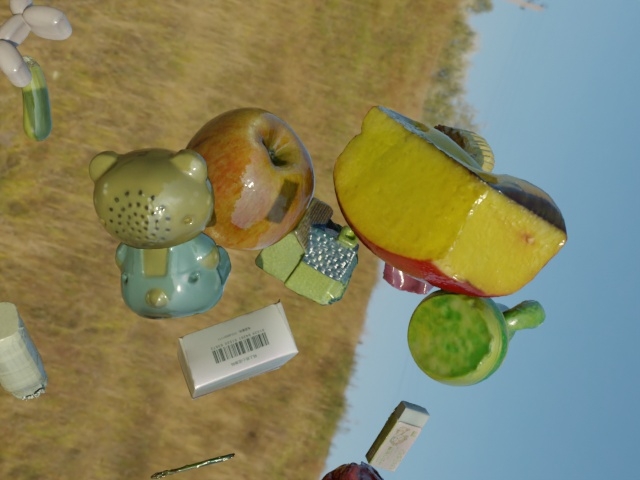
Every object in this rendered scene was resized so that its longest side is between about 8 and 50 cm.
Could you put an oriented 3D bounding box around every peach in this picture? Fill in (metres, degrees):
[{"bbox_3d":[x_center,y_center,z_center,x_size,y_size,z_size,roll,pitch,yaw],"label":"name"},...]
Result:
[{"bbox_3d":[0.220,-0.046,1.420,0.306,0.380,0.242,8,112,-62],"label":"peach"}]

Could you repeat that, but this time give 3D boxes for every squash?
[{"bbox_3d":[-0.817,-0.399,2.322,0.083,0.083,0.250,-80,174,-58],"label":"squash"}]

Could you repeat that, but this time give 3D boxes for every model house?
[{"bbox_3d":[0.000,0.000,1.753,0.195,0.214,0.189,-56,178,-30],"label":"model house"}]

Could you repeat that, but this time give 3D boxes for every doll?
[{"bbox_3d":[-0.463,-0.299,1.171,0.161,0.160,0.059,-54,170,-13],"label":"doll"},{"bbox_3d":[-0.238,-0.017,1.213,0.161,0.177,0.261,-71,160,-57],"label":"doll"}]

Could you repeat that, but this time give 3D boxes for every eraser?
[{"bbox_3d":[0.087,0.222,0.921,0.083,0.038,0.019,-61,-156,17],"label":"eraser"}]

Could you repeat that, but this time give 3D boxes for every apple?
[{"bbox_3d":[-0.135,-0.122,1.539,0.264,0.264,0.264,-164,-90,-86],"label":"apple"}]

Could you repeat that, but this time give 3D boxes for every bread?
[{"bbox_3d":[0.257,-0.122,1.752,0.250,0.133,0.179,-61,-141,25],"label":"bread"}]

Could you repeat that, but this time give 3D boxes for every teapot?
[{"bbox_3d":[-0.519,0.179,1.364,0.200,0.077,0.107,91,-22,-51],"label":"teapot"}]

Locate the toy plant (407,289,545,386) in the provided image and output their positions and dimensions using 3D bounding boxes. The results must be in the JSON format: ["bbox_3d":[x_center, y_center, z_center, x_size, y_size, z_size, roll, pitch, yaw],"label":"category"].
[{"bbox_3d":[0.304,0.181,1.586,0.315,0.224,0.185,3,63,-57],"label":"toy plant"}]

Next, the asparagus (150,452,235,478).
[{"bbox_3d":[-0.245,0.434,1.564,0.016,0.166,0.013,89,-14,-53],"label":"asparagus"}]

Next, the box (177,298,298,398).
[{"bbox_3d":[-0.170,0.222,1.587,0.299,0.200,0.106,122,-52,-72],"label":"box"}]

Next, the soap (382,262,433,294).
[{"bbox_3d":[0.253,-0.060,2.115,0.233,0.128,0.360,-30,124,-64],"label":"soap"}]

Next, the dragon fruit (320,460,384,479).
[{"bbox_3d":[0.091,0.506,1.472,0.317,0.205,0.152,-15,125,-58],"label":"dragon fruit"}]
